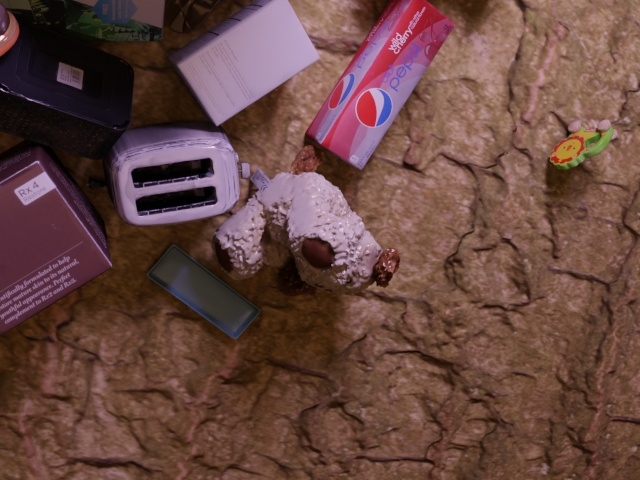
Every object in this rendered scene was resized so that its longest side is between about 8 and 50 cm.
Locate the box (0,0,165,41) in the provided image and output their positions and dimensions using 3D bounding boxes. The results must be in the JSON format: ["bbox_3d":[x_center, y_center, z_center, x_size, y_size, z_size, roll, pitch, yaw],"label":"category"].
[{"bbox_3d":[-0.351,-0.337,0.944,0.322,0.058,0.232,-4,154,-16],"label":"box"}]

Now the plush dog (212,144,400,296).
[{"bbox_3d":[0.000,0.000,1.196,0.225,0.262,0.210,50,50,-36],"label":"plush dog"}]

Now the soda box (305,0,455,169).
[{"bbox_3d":[0.088,-0.245,1.185,0.083,0.092,0.263,30,96,-24],"label":"soda box"}]

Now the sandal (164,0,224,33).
[{"bbox_3d":[-0.148,-0.365,1.092,0.180,0.049,0.072,-38,111,13],"label":"sandal"}]

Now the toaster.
[{"bbox_3d":[-0.219,-0.094,1.100,0.227,0.146,0.129,-9,110,-16],"label":"toaster"}]

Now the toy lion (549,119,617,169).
[{"bbox_3d":[0.450,-0.163,1.339,0.034,0.100,0.096,43,72,-28],"label":"toy lion"}]

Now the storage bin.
[{"bbox_3d":[-0.346,-0.196,1.011,0.180,0.122,0.084,16,145,-32],"label":"storage bin"}]

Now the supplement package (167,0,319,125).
[{"bbox_3d":[-0.111,-0.262,1.103,0.179,0.105,0.105,-34,115,-5],"label":"supplement package"}]

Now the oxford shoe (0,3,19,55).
[{"bbox_3d":[-0.528,-0.242,0.850,0.364,0.130,0.132,-12,142,-19],"label":"oxford shoe"}]

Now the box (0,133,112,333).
[{"bbox_3d":[-0.399,-0.018,1.032,0.168,0.203,0.167,-32,116,-6],"label":"box"}]

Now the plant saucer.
[{"bbox_3d":[-0.186,0.083,1.244,0.192,0.018,0.067,41,92,-25],"label":"plant saucer"}]
